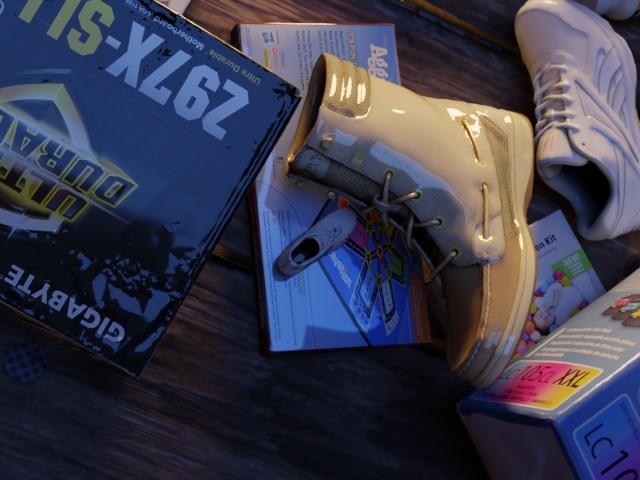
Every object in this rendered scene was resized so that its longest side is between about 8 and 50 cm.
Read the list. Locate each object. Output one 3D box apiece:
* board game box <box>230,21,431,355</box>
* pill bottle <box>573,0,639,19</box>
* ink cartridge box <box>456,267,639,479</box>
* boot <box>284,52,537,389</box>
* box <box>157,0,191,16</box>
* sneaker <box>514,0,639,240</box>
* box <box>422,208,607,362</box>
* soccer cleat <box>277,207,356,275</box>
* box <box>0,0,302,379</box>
[{"bbox_3d":[0.008,-0.047,1.233,0.145,0.027,0.281,-2,79,-18],"label":"board game box"},{"bbox_3d":[0.293,-0.240,1.356,0.116,0.065,0.065,-13,82,-21],"label":"pill bottle"},{"bbox_3d":[0.342,0.144,1.211,0.395,0.151,0.270,-33,105,-24],"label":"ink cartridge box"},{"bbox_3d":[0.068,-0.020,1.164,0.203,0.095,0.262,18,57,-18],"label":"boot"},{"bbox_3d":[-0.178,-0.183,1.194,0.114,0.036,0.207,31,70,-10],"label":"box"},{"bbox_3d":[0.224,-0.106,1.274,0.115,0.090,0.232,-23,85,-40],"label":"sneaker"},{"bbox_3d":[0.191,0.087,1.261,0.145,0.038,0.186,-27,87,-23],"label":"box"},{"bbox_3d":[0.000,0.000,1.185,0.083,0.035,0.029,-36,91,-22],"label":"soccer cleat"},{"bbox_3d":[-0.214,-0.084,1.105,0.322,0.079,0.257,31,84,-10],"label":"box"}]
